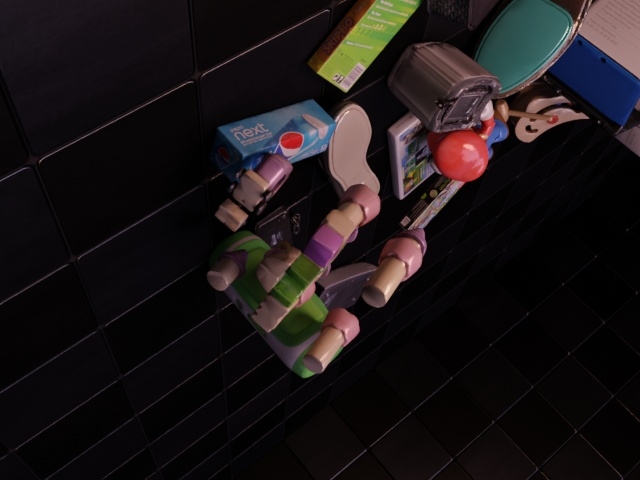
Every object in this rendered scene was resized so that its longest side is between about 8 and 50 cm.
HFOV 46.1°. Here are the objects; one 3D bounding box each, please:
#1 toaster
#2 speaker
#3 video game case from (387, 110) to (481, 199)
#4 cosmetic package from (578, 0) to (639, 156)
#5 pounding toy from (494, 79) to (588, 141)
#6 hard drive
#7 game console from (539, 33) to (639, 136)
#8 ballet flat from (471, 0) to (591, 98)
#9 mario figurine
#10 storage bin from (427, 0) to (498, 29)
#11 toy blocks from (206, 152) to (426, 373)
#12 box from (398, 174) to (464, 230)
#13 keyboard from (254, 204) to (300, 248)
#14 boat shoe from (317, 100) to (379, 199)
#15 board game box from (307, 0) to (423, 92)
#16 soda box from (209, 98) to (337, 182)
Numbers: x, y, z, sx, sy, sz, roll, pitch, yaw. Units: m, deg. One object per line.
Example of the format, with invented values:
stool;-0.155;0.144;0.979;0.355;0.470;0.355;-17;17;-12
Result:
toaster;0.230;-0.294;1.439;0.227;0.146;0.129;-18;147;-49
speaker;-0.087;0.118;1.448;0.131;0.296;0.131;-36;158;-17
video game case;0.281;-0.262;1.750;0.300;0.036;0.329;-40;160;-8
cosmetic package;0.878;-0.504;1.950;0.393;0.327;0.329;-43;159;-4
pounding toy;0.584;-0.317;1.960;0.269;0.155;0.154;-9;142;1
hard drive;0.042;0.140;2.060;0.254;0.054;0.172;-16;146;-50
game console;0.646;-0.403;1.772;0.250;0.293;0.173;-23;152;-42
ballet flat;0.478;-0.499;1.509;0.182;0.164;0.483;-39;162;-56
mario figurine;0.318;-0.238;1.699;0.320;0.170;0.198;-26;120;-61
storage bin;0.236;-0.444;1.192;0.122;0.084;0.180;-50;155;-21
toy blocks;0.000;0.000;1.285;0.260;0.309;0.288;-49;177;-45
box;0.314;-0.109;2.096;0.207;0.036;0.114;-49;158;16
keyboard;-0.088;-0.017;1.577;0.108;0.023;0.180;-31;157;-13
boat shoe;0.038;-0.167;1.445;0.112;0.095;0.335;-42;154;-10
board game box;0.094;-0.363;1.222;0.259;0.039;0.124;-46;160;14
soda box;-0.075;-0.166;1.242;0.210;0.071;0.067;-26;153;-38
